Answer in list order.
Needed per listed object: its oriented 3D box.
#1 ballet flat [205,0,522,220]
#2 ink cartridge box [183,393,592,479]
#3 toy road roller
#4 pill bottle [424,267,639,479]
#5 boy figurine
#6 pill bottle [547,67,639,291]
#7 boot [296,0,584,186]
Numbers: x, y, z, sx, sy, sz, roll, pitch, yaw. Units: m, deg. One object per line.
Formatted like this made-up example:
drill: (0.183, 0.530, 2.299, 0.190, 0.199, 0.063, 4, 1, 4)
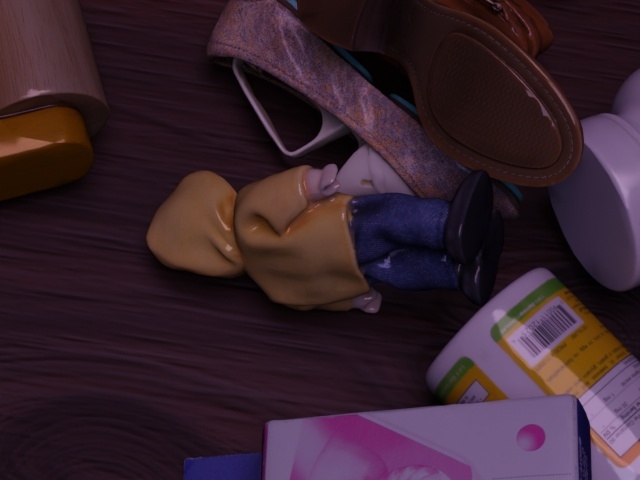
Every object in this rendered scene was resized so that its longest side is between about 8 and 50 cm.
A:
ballet flat: (0.027, -0.093, 1.509, 0.316, 0.107, 0.106, 41, 88, 17)
ink cartridge box: (0.031, 0.280, 1.268, 0.330, 0.071, 0.324, -7, 60, 16)
toy road roller: (-0.340, -0.148, 1.400, 0.329, 0.240, 0.203, -13, 69, -12)
pill bottle: (0.210, 0.151, 1.390, 0.136, 0.136, 0.246, -38, 76, -20)
boy figurine: (0.000, 0.000, 1.426, 0.285, 0.177, 0.092, 2, 54, 25)
pill bottle: (0.364, -0.084, 1.482, 0.334, 0.188, 0.188, -23, 71, -15)
boot: (0.137, -0.145, 1.472, 0.283, 0.109, 0.220, 31, 22, 27)
